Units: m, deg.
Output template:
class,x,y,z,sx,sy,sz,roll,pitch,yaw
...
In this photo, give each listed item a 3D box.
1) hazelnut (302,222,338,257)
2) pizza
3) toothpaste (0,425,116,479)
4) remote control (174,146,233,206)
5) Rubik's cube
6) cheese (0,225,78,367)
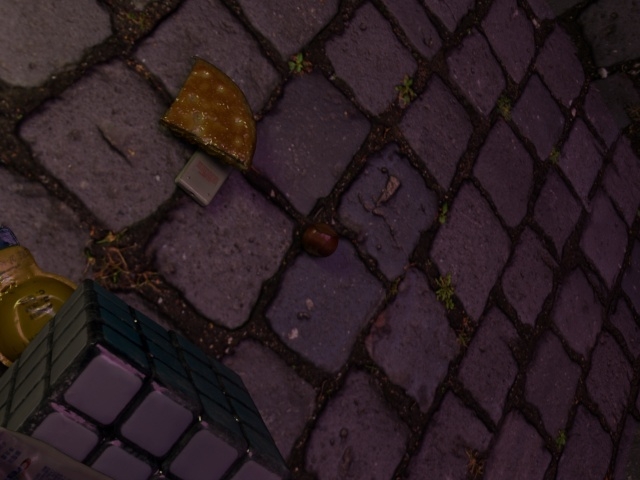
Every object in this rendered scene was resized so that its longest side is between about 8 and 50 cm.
class,x,y,z,sx,sy,sz,roll,pitch,yaw
hazelnut,0.000,0.000,1.444,0.086,0.086,0.086,9,76,-37
pizza,-0.236,-0.254,1.290,0.197,0.058,0.292,-21,75,-26
toothpaste,-0.324,0.258,0.676,0.266,0.061,0.096,44,81,-28
remote control,-0.227,-0.167,1.320,0.087,0.029,0.190,42,58,-25
Rubik's cube,-0.302,0.308,0.898,0.337,0.344,0.343,41,84,-24
cheese,-0.483,0.106,1.034,0.177,0.069,0.270,-37,102,-38
